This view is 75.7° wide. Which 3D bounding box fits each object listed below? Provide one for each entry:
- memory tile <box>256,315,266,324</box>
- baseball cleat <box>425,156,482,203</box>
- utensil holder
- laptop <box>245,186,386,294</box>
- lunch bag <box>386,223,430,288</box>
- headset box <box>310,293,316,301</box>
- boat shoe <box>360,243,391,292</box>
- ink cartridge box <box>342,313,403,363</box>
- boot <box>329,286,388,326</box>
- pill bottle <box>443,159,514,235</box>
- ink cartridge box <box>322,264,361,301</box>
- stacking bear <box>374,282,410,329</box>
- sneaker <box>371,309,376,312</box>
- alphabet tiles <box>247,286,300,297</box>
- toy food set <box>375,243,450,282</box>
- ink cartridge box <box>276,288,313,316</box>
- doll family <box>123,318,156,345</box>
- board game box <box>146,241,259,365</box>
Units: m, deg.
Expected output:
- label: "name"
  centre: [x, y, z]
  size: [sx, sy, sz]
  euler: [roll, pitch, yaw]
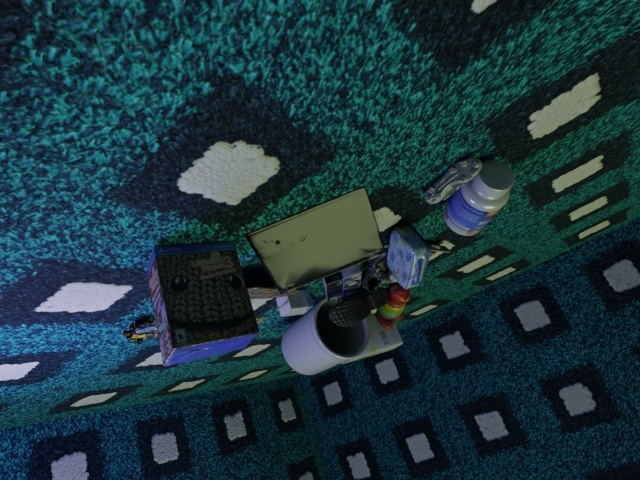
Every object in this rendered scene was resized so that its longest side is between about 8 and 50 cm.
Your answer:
- label: "memory tile"
  centre: [-0.341, 0.411, 2.037]
  size: [0.113, 0.012, 0.148]
  euler: [-1, 151, -37]
- label: "baseball cleat"
  centre: [0.420, -0.191, 1.292]
  size: [0.206, 0.072, 0.109]
  euler: [-36, 169, 36]
- label: "utensil holder"
  centre: [0.014, 0.507, 2.149]
  size: [0.328, 0.327, 0.385]
  euler: [-3, 152, -36]
- label: "laptop"
  centre: [0.000, 0.000, 1.409]
  size: [0.382, 0.236, 0.408]
  euler: [-21, -175, 3]
- label: "lunch bag"
  centre: [0.332, 0.066, 1.562]
  size: [0.090, 0.176, 0.218]
  euler: [-12, 130, -16]
- label: "headset box"
  centre: [-0.061, 0.281, 1.954]
  size: [0.062, 0.032, 0.083]
  euler: [-27, 157, 15]
- label: "boat shoe"
  centre: [0.256, 0.130, 1.779]
  size: [0.127, 0.113, 0.340]
  euler: [-7, 153, -25]
- label: "ink cartridge box"
  centre: [0.274, 0.577, 2.573]
  size: [0.385, 0.279, 0.160]
  euler: [-8, 155, -26]
- label: "boot"
  centre: [0.142, 0.312, 1.964]
  size: [0.338, 0.118, 0.223]
  euler: [-14, -177, -32]
- label: "pill bottle"
  centre: [0.522, -0.138, 1.361]
  size: [0.153, 0.152, 0.272]
  euler: [-16, 157, -11]
- label: "ink cartridge box"
  centre: [0.096, 0.202, 1.876]
  size: [0.166, 0.065, 0.332]
  euler: [-19, 158, -5]
- label: "stacking bear"
  centre: [0.421, 0.348, 2.347]
  size: [0.175, 0.164, 0.289]
  euler: [-31, 153, -33]
- label: "sneaker"
  centre: [0.215, 0.416, 2.352]
  size: [0.237, 0.130, 0.322]
  euler: [-6, 148, -22]
- label: "alphabet tiles"
  centre: [-0.258, 0.198, 1.529]
  size: [0.285, 0.011, 0.343]
  euler: [-14, 164, 34]
- label: "toy food set"
  centre: [0.426, 0.112, 1.908]
  size: [0.220, 0.092, 0.306]
  euler: [5, 146, -45]
- label: "ink cartridge box"
  centre: [-0.121, 0.275, 1.818]
  size: [0.143, 0.089, 0.092]
  euler: [2, 148, -40]
- label: "doll family"
  centre: [-0.674, 0.339, 1.539]
  size: [0.112, 0.076, 0.193]
  euler: [-4, 147, -24]
- label: "board game box"
  centre: [-0.333, 0.166, 1.151]
  size: [0.232, 0.290, 0.141]
  euler: [-5, 151, -34]
